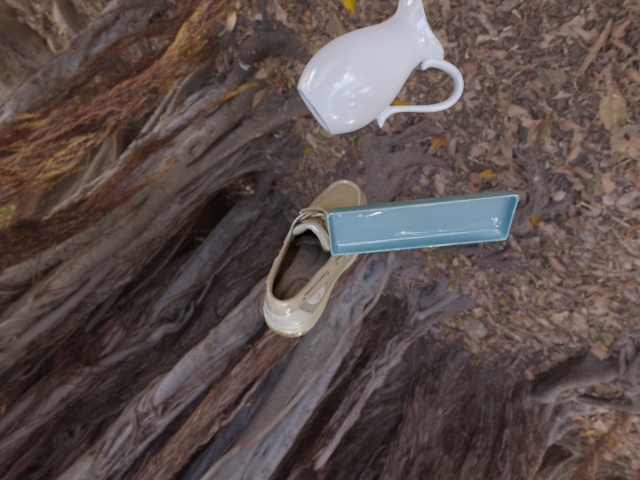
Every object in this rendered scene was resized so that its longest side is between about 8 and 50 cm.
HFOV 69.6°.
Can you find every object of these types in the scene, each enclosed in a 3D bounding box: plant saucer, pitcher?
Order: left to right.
[{"bbox_3d":[0.088,-0.230,0.672,0.178,0.207,0.125,53,-177,-3],"label":"pitcher"},{"bbox_3d":[0.104,-0.019,0.485,0.067,0.192,0.018,82,-177,-47],"label":"plant saucer"}]

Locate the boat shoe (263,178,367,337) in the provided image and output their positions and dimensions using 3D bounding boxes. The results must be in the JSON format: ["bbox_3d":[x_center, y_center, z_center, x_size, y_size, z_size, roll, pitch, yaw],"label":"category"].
[{"bbox_3d":[0.000,0.000,0.711,0.109,0.302,0.098,18,144,15],"label":"boat shoe"}]
